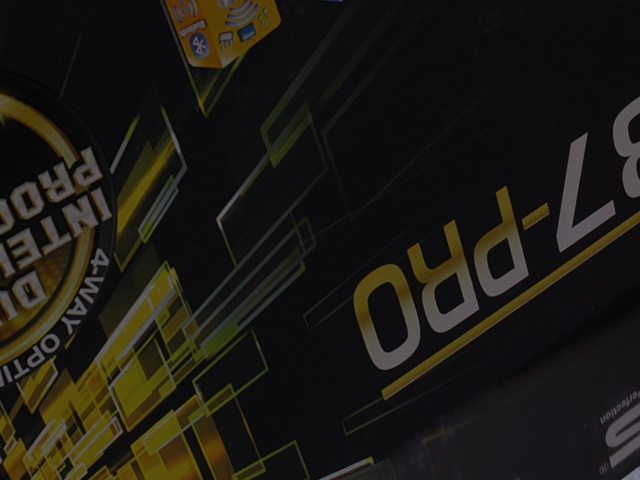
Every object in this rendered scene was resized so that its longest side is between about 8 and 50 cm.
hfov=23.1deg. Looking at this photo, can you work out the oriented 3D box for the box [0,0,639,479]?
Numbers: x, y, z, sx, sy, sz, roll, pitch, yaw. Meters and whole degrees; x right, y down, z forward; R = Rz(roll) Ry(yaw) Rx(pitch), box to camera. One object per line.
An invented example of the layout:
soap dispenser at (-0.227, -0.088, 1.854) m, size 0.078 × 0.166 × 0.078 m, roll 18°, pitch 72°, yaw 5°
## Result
box at (-0.004, -0.002, 0.564) m, size 0.097 × 0.395 × 0.318 m, roll 32°, pitch 146°, yaw 49°
